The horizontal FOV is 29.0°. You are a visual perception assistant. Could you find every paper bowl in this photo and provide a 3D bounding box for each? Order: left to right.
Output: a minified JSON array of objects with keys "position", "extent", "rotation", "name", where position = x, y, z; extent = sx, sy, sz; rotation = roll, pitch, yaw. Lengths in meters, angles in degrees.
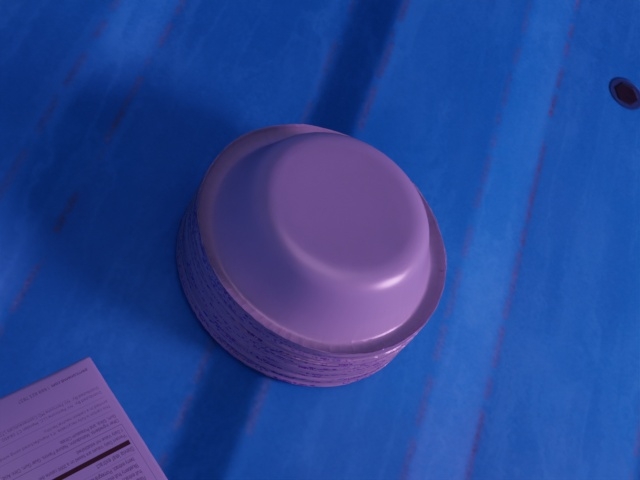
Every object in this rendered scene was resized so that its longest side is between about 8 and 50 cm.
[{"position":[0.000,0.000,1.313],"extent":[0.284,0.148,0.284],"rotation":[11,57,-18],"name":"paper bowl"}]

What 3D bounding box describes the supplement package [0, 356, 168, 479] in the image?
[{"position":[-0.204,0.282,1.014],"extent":[0.175,0.177,0.293],"rotation":[-25,73,-35],"name":"supplement package"}]
